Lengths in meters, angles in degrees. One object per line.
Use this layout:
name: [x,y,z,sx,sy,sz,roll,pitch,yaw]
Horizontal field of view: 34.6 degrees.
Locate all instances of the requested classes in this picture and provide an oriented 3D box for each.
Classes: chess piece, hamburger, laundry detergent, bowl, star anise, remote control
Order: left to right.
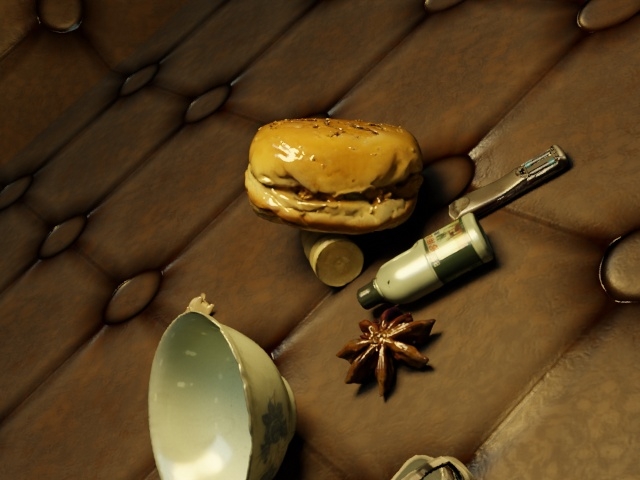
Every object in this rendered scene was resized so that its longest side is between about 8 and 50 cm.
bowl: [-0.123,0.259,1.514,0.313,0.146,0.314,-1,88,56]
chess piece: [0.000,0.000,1.816,0.090,0.090,0.200,-38,31,-1]
hamburger: [0.022,-0.122,1.793,0.304,0.174,0.284,4,17,-1]
star anise: [0.098,0.159,1.542,0.167,0.057,0.168,-27,32,18]
laundry detergent: [0.159,0.044,1.621,0.225,0.070,0.099,-30,40,14]
remote control: [0.307,-0.090,1.687,0.212,0.028,0.059,-30,33,12]

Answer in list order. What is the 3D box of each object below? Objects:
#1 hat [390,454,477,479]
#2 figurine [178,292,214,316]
hat: [0.080,0.349,1.214,0.275,0.232,0.161,-24,75,49]
figurine: [-0.238,0.138,1.924,0.083,0.047,0.050,-48,17,-4]
